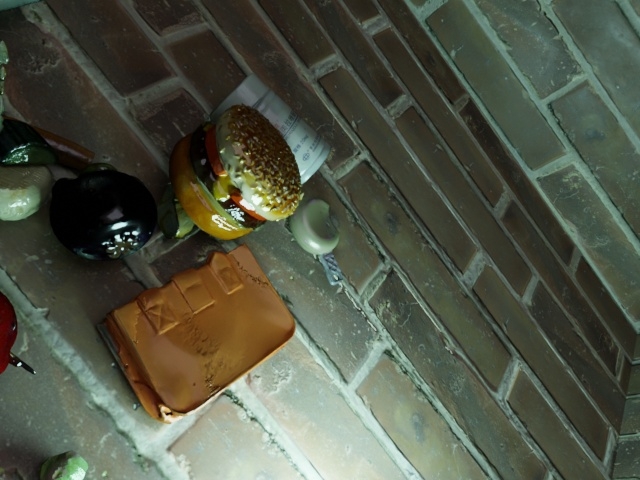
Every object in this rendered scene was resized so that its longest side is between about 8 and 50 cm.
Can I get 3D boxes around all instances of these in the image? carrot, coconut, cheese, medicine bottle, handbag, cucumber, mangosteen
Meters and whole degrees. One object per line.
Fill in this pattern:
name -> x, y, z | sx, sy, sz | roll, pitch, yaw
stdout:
carrot -> -0.636, -0.222, 1.209 | 0.225, 0.067, 0.067 | 21, 57, -34
coconut -> -0.486, 0.439, 0.995 | 0.083, 0.082, 0.081 | -46, 107, -19
cheese -> 0.000, 0.000, 1.627 | 0.163, 0.082, 0.286 | -20, 85, -43
medicine bottle -> -0.149, -0.323, 1.583 | 0.332, 0.190, 0.189 | 40, 49, -18
handbag -> -0.276, 0.209, 1.268 | 0.410, 0.116, 0.303 | -30, 86, -45
cucumber -> -0.624, -0.204, 1.108 | 0.115, 0.062, 0.116 | 40, 32, 28
mangosteen -> -0.478, -0.066, 1.173 | 0.243, 0.243, 0.242 | 19, 58, -33

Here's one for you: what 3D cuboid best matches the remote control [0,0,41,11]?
remote control -> -0.797, -0.554, 1.207 | 0.145, 0.050, 0.344 | 25, 44, 17

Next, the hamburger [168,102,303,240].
hamburger -> -0.205, -0.179, 1.379 | 0.330, 0.250, 0.329 | 43, 34, -38

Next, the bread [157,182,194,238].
bread -> -0.362, -0.076, 1.356 | 0.094, 0.083, 0.157 | -2, 68, -48

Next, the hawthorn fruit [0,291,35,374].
hawthorn fruit -> -0.633, 0.180, 0.899 | 0.300, 0.254, 0.254 | 42, 47, -33

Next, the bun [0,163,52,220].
bun -> -0.653, -0.106, 1.096 | 0.164, 0.111, 0.188 | 23, 30, -10

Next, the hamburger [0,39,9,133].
hamburger -> -0.720, -0.284, 1.011 | 0.168, 0.193, 0.287 | 2, 93, -67
